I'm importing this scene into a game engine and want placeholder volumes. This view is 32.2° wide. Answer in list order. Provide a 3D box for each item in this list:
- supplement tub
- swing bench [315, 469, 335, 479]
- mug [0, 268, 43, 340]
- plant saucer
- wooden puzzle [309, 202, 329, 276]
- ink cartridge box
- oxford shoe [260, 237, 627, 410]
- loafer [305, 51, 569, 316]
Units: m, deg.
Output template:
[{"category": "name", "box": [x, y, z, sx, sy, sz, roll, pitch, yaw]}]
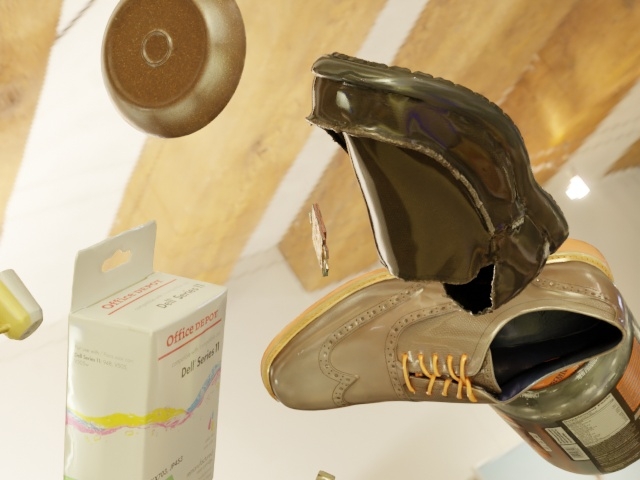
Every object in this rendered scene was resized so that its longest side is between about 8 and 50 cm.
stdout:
[{"category": "supplement tub", "box": [0.299, 0.151, 1.367, 0.207, 0.207, 0.338, -36, -38, 6]}, {"category": "swing bench", "box": [0.070, 0.351, 1.014, 0.254, 0.253, 0.165, 14, -84, -81]}, {"category": "mug", "box": [-0.338, 0.079, 1.192, 0.078, 0.064, 0.062, -43, -7, -28]}, {"category": "plant saucer", "box": [-0.178, -0.216, 1.262, 0.198, 0.199, 0.036, -41, -18, 20]}, {"category": "wooden puzzle", "box": [0.000, 0.000, 1.028, 0.006, 0.083, 0.049, -8, -44, -8]}, {"category": "ink cartridge box", "box": [-0.216, 0.169, 1.393, 0.207, 0.119, 0.354, -32, -50, -64]}, {"category": "oxford shoe", "box": [0.113, 0.099, 1.068, 0.363, 0.133, 0.130, -19, -63, 7]}, {"category": "loafer", "box": [0.059, -0.015, 0.534, 0.220, 0.080, 0.078, 35, -101, -50]}]
